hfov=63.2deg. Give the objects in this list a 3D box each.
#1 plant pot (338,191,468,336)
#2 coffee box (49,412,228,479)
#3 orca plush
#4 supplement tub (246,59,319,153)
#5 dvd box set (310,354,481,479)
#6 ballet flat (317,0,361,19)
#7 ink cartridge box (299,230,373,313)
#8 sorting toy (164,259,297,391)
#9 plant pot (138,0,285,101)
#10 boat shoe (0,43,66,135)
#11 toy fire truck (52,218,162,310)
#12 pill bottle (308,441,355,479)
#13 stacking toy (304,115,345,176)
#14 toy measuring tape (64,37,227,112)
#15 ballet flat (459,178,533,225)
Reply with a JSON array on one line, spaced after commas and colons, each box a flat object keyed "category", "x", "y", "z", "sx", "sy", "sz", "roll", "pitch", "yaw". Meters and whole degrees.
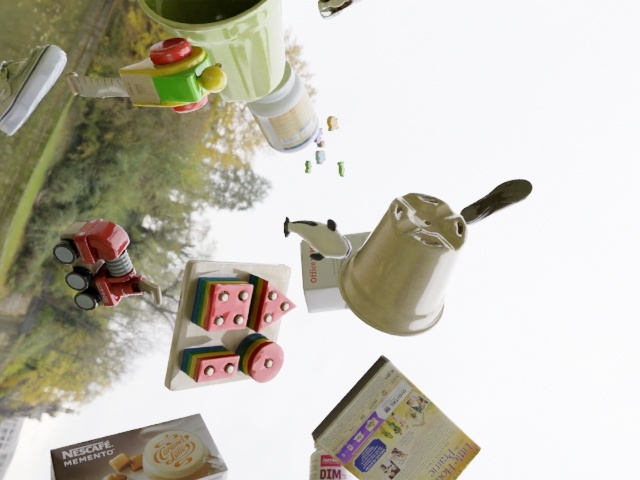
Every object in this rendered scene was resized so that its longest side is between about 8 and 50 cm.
[{"category": "plant pot", "x": 0.248, "y": 0.045, "z": 1.458, "sx": 0.334, "sy": 0.333, "sz": 0.305, "roll": -96, "pitch": -163, "yaw": -44}, {"category": "coffee box", "x": -0.294, "y": 0.389, "z": 0.842, "sx": 0.141, "sy": 0.246, "sz": 0.098, "roll": 40, "pitch": -55, "yaw": 49}, {"category": "orca plush", "x": 0.000, "y": 0.000, "z": 1.835, "sx": 0.287, "sy": 0.102, "sz": 0.151, "roll": 6, "pitch": -95, "yaw": 31}, {"category": "supplement tub", "x": -0.095, "y": -0.324, "z": 1.264, "sx": 0.144, "sy": 0.200, "sz": 0.144, "roll": -8, "pitch": -121, "yaw": 14}, {"category": "dvd box set", "x": 0.224, "y": 0.576, "z": 1.491, "sx": 0.307, "sy": 0.420, "sz": 0.062, "roll": -47, "pitch": -167, "yaw": -5}, {"category": "ballet flat", "x": 0.042, "y": -0.698, "z": 1.521, "sx": 0.079, "sy": 0.077, "sz": 0.221, "roll": -33, "pitch": -158, "yaw": -28}, {"category": "ink cartridge box", "x": 0.123, "y": 0.122, "z": 2.120, "sx": 0.285, "sy": 0.394, "sz": 0.166, "roll": -95, "pitch": 178, "yaw": -45}, {"category": "sorting toy", "x": -0.161, "y": 0.179, "z": 1.057, "sx": 0.089, "sy": 0.255, "sz": 0.257, "roll": 17, "pitch": -82, "yaw": 43}, {"category": "plant pot", "x": -0.177, "y": -0.421, "z": 1.022, "sx": 0.254, "sy": 0.276, "sz": 0.276, "roll": 73, "pitch": 25, "yaw": -64}, {"category": "boat shoe", "x": -0.604, "y": -0.304, "z": 1.032, "sx": 0.302, "sy": 0.094, "sz": 0.109, "roll": -23, "pitch": -140, "yaw": 40}, {"category": "toy fire truck", "x": -0.489, "y": 0.068, "z": 1.258, "sx": 0.158, "sy": 0.246, "sz": 0.217, "roll": -80, "pitch": 166, "yaw": -58}, {"category": "pill bottle", "x": 0.039, "y": 0.798, "z": 1.748, "sx": 0.160, "sy": 0.160, "sz": 0.283, "roll": -41, "pitch": -144, "yaw": 42}, {"category": "stacking toy", "x": -0.005, "y": -0.329, "z": 1.827, "sx": 0.167, "sy": 0.052, "sz": 0.221, "roll": 10, "pitch": -58, "yaw": 35}, {"category": "toy measuring tape", "x": -0.291, "y": -0.287, "z": 0.901, "sx": 0.330, "sy": 0.121, "sz": 0.121, "roll": 9, "pitch": -105, "yaw": 26}, {"category": "ballet flat", "x": 0.550, "y": -0.116, "z": 1.640, "sx": 0.250, "sy": 0.058, "sz": 0.084, "roll": -29, "pitch": -116, "yaw": 1}]
